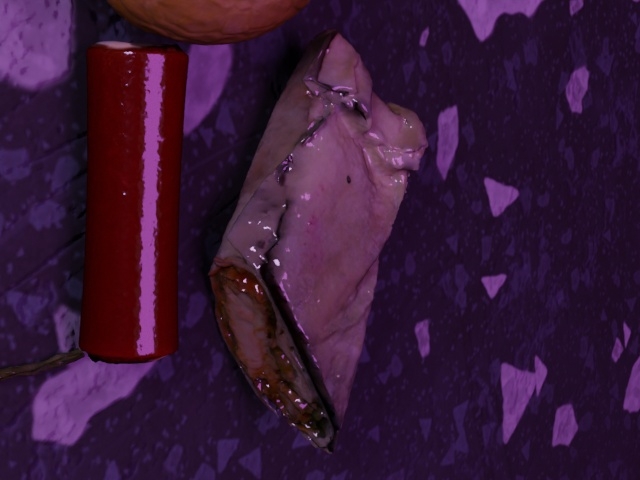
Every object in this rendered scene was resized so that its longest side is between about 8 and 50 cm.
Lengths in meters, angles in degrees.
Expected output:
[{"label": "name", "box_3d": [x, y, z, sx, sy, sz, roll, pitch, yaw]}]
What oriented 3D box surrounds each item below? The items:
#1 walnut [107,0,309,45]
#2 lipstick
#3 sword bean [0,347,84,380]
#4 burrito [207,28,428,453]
[{"label": "walnut", "box_3d": [-0.089, -0.224, 0.897, 0.207, 0.159, 0.159, -10, 104, -49]}, {"label": "lipstick", "box_3d": [-0.142, -0.029, 0.921, 0.080, 0.080, 0.241, -6, 101, -49]}, {"label": "sword bean", "box_3d": [-0.210, 0.094, 0.913, 0.083, 0.012, 0.012, -12, 105, -49]}, {"label": "burrito", "box_3d": [-0.010, -0.004, 1.066, 0.175, 0.107, 0.347, 25, 74, -33]}]
